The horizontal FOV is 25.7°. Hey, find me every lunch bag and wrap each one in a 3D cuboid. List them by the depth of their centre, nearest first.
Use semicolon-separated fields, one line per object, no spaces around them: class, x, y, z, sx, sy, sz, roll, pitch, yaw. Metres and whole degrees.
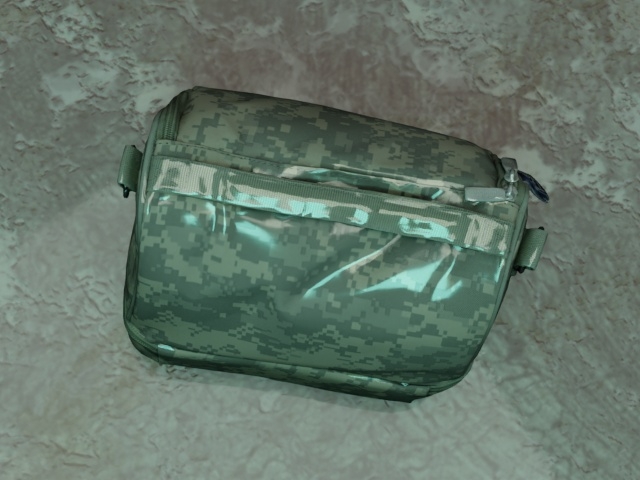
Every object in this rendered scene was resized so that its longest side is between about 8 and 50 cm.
lunch bag;0.000;0.000;1.087;0.305;0.256;0.212;11;78;-3
